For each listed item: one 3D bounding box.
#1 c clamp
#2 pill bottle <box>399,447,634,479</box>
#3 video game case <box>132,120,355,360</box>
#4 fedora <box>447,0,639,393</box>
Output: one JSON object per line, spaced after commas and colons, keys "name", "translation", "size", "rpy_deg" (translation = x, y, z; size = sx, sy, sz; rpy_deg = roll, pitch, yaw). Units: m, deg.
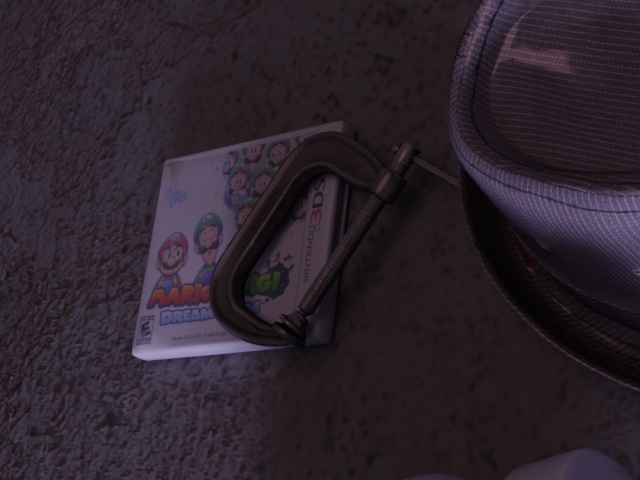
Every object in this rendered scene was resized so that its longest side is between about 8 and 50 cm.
{"name": "c clamp", "translation": [0.000, 0.000, 0.716], "size": [0.161, 0.022, 0.137], "rpy_deg": [-53, 48, 6]}
{"name": "pill bottle", "translation": [0.023, 0.192, 0.538], "size": [0.264, 0.153, 0.153], "rpy_deg": [-28, 54, 29]}
{"name": "video game case", "translation": [-0.051, 0.002, 0.784], "size": [0.157, 0.019, 0.143], "rpy_deg": [-9, 65, 37]}
{"name": "fedora", "translation": [0.164, -0.056, 0.532], "size": [0.275, 0.124, 0.244], "rpy_deg": [25, 89, 38]}
